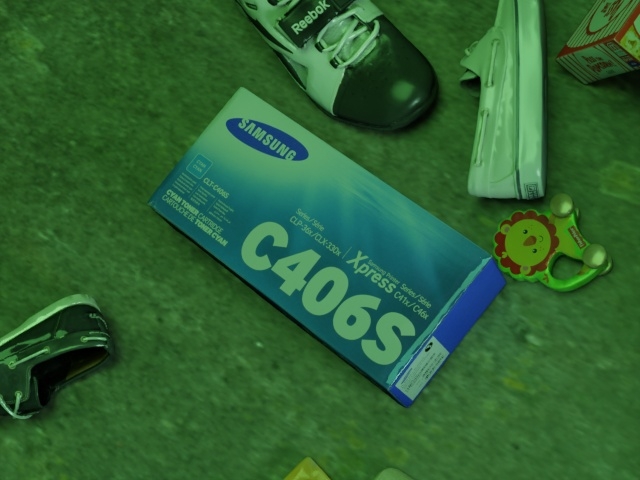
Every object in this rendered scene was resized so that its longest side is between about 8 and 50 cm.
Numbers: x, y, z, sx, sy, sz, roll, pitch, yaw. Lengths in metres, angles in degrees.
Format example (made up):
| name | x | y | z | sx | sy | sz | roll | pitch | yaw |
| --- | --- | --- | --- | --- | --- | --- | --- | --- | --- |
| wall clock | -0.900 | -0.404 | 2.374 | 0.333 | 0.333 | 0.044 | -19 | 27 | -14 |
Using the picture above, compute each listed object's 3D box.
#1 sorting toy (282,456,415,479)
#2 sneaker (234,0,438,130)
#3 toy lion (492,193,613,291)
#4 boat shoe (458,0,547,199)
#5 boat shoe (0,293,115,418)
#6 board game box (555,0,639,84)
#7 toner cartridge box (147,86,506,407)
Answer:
| name | x | y | z | sx | sy | sz | roll | pitch | yaw |
| --- | --- | --- | --- | --- | --- | --- | --- | --- | --- |
| sorting toy | 0.073 | 0.327 | 1.191 | 0.347 | 0.047 | 0.196 | 31 | 82 | 27 |
| sneaker | -0.013 | -0.244 | 1.399 | 0.122 | 0.146 | 0.330 | -45 | 63 | -4 |
| toy lion | 0.220 | 0.009 | 1.278 | 0.096 | 0.034 | 0.100 | -35 | 62 | 12 |
| boat shoe | 0.184 | -0.168 | 1.329 | 0.088 | 0.096 | 0.268 | -2 | 77 | 14 |
| boat shoe | -0.323 | 0.150 | 1.383 | 0.233 | 0.084 | 0.079 | -34 | 62 | 1 |
| board game box | 0.325 | -0.248 | 1.280 | 0.045 | 0.147 | 0.193 | 37 | 83 | -10 |
| toner cartridge box | 0.000 | 0.000 | 1.333 | 0.348 | 0.075 | 0.165 | 35 | 83 | 28 |
